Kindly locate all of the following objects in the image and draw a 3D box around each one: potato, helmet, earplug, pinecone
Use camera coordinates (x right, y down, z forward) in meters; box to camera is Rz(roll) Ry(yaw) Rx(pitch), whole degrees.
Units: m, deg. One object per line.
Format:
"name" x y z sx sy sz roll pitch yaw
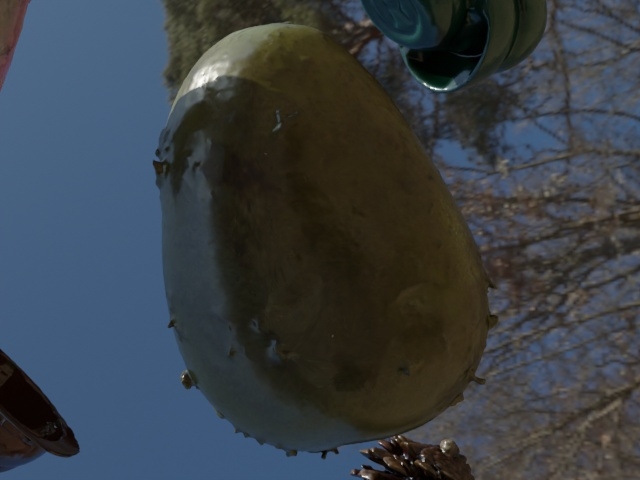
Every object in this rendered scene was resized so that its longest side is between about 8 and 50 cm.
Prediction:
"potato" -0.019 0.002 0.925 0.270 0.219 0.359 -26 -92 3
"helmet" -0.216 0.119 0.719 0.057 0.089 0.111 -44 -107 -1
"earplug" 0.152 -0.279 1.184 0.280 0.257 0.164 -5 -137 -40
"pinecone" 0.092 0.282 1.134 0.174 0.174 0.173 4 -98 -29

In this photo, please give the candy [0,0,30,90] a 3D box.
"candy" -0.325 -0.168 0.881 0.156 0.265 0.115 19 -150 -19
